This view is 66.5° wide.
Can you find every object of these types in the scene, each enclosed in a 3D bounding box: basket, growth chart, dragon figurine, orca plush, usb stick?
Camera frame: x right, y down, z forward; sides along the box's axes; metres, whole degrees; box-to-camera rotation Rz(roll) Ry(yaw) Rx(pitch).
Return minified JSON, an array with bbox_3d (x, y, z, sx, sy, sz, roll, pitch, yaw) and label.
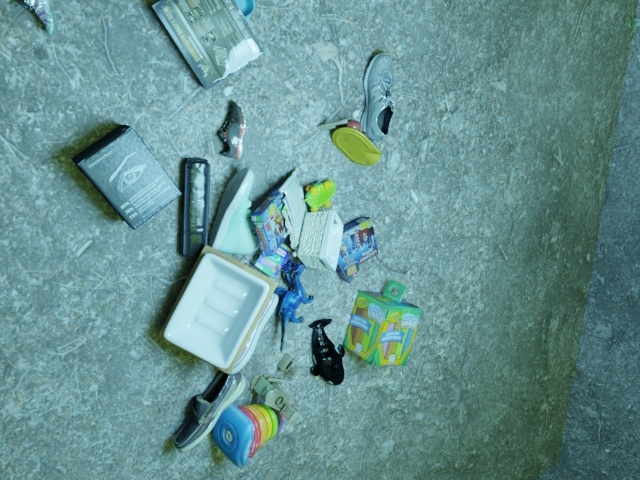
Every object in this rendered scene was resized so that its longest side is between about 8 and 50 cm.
[{"bbox_3d":[0.000,0.000,1.533,0.113,0.103,0.167,57,39,-58],"label":"basket"},{"bbox_3d":[-0.077,-0.085,1.498,0.172,0.021,0.237,-55,139,-55],"label":"growth chart"},{"bbox_3d":[-0.112,0.203,1.576,0.144,0.085,0.289,35,79,-35],"label":"dragon figurine"},{"bbox_3d":[0.048,0.415,1.745,0.151,0.102,0.287,-15,112,-31],"label":"orca plush"},{"bbox_3d":[-0.346,-0.086,1.348,0.077,0.045,0.278,-2,106,-28],"label":"usb stick"}]

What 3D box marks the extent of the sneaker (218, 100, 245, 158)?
[{"bbox_3d":[-0.246,-0.303,1.343,0.064,0.061,0.158,-3,106,-28],"label":"sneaker"}]

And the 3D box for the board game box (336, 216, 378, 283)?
[{"bbox_3d":[0.104,0.039,1.695,0.194,0.060,0.194,-27,119,-26],"label":"board game box"}]

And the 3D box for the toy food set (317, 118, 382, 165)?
[{"bbox_3d":[0.111,-0.331,1.555,0.218,0.128,0.071,39,60,-32],"label":"toy food set"}]

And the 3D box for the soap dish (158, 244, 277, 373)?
[{"bbox_3d":[-0.283,0.191,1.374,0.228,0.118,0.291,28,91,0],"label":"soap dish"}]

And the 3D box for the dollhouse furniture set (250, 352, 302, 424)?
[{"bbox_3d":[-0.118,0.469,1.595,0.101,0.182,0.161,42,80,-36],"label":"dollhouse furniture set"}]

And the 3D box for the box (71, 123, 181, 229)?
[{"bbox_3d":[-0.472,-0.156,1.197,0.153,0.108,0.207,-41,123,-18],"label":"box"}]

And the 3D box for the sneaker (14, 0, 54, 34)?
[{"bbox_3d":[-0.611,-0.492,1.041,0.069,0.038,0.098,-12,101,-30],"label":"sneaker"}]

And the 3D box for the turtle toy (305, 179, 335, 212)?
[{"bbox_3d":[0.000,-0.152,1.557,0.130,0.066,0.095,-27,137,-29],"label":"turtle toy"}]

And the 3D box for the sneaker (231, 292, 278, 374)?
[{"bbox_3d":[-0.262,0.256,1.490,0.161,0.102,0.282,33,76,-32],"label":"sneaker"}]

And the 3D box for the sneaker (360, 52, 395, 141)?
[{"bbox_3d":[0.206,-0.456,1.577,0.105,0.115,0.281,-5,107,-34],"label":"sneaker"}]

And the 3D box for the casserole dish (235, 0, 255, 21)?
[{"bbox_3d":[-0.243,-0.649,1.250,0.114,0.037,0.188,-36,121,-21],"label":"casserole dish"}]

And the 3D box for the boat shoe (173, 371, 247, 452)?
[{"bbox_3d":[-0.351,0.509,1.500,0.285,0.102,0.092,-46,120,-19],"label":"boat shoe"}]

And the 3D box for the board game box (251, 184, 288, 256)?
[{"bbox_3d":[-0.131,-0.062,1.440,0.201,0.035,0.136,-57,141,-54],"label":"board game box"}]

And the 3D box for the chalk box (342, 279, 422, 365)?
[{"bbox_3d":[0.235,0.291,1.793,0.179,0.180,0.289,10,97,-37],"label":"chalk box"}]

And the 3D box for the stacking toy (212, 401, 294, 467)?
[{"bbox_3d":[-0.191,0.605,1.629,0.301,0.165,0.175,-2,112,-50],"label":"stacking toy"}]

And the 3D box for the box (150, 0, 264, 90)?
[{"bbox_3d":[-0.278,-0.526,1.223,0.183,0.056,0.231,-34,123,-2],"label":"box"}]

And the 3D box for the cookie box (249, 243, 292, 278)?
[{"bbox_3d":[-0.154,0.050,1.528,0.092,0.040,0.107,39,80,-36],"label":"cookie box"}]

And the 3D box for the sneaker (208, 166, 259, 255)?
[{"bbox_3d":[-0.212,-0.077,1.412,0.151,0.094,0.256,17,104,-32],"label":"sneaker"}]
